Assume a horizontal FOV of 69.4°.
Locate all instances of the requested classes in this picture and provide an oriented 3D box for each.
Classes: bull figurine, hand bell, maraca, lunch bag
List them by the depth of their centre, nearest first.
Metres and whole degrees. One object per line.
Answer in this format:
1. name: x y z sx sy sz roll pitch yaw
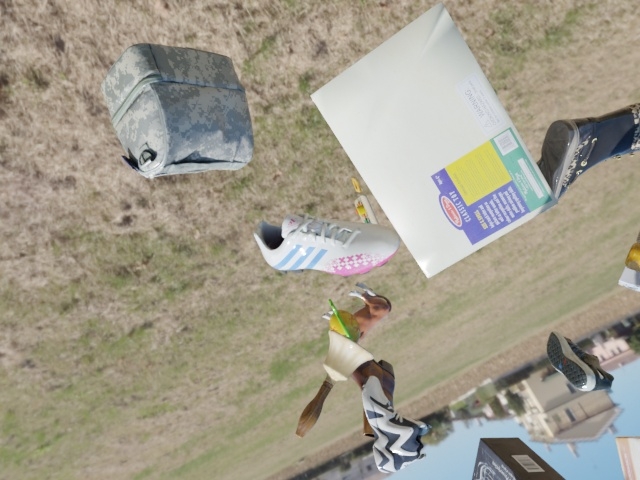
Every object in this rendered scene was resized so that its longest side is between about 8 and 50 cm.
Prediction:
1. lunch bag: -0.311 -0.277 1.062 0.212 0.256 0.305 -30 171 36
2. hand bell: 0.014 0.345 1.077 0.242 0.126 0.126 -59 160 -15
3. maraca: 0.075 0.285 1.599 0.099 0.186 0.127 -29 174 -5
4. bull figurine: 0.124 0.308 1.757 0.310 0.188 0.101 -43 179 -9

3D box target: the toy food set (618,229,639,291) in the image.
1. toy food set: 0.546 0.032 0.720 0.232 0.104 0.111 26 88 -56

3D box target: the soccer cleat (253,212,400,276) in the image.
1. soccer cleat: 0.000 0.000 0.992 0.331 0.116 0.143 -7 132 30

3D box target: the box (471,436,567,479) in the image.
1. box: 0.700 0.928 1.624 0.178 0.313 0.343 5 -173 -15

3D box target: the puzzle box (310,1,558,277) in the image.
1. puzzle box: 0.204 -0.166 0.843 0.272 0.409 0.052 -32 -173 12

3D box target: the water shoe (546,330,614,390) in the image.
1. water shoe: 0.598 0.285 1.077 0.080 0.203 0.073 9 111 0

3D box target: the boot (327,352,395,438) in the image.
1. boot: 0.136 0.497 1.488 0.264 0.281 0.096 32 125 -22

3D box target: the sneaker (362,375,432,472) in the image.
1. sneaker: 0.201 0.453 1.181 0.152 0.235 0.094 -19 144 16

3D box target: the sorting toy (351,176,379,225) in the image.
1. sorting toy: 0.184 -0.094 1.909 0.047 0.348 0.196 -24 180 -5

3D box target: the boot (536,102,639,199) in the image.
1. boot: 0.826 -0.253 1.442 0.284 0.138 0.378 -18 142 -2

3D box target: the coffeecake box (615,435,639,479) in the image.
1. coffeecake box: 0.483 0.327 0.588 0.068 0.143 0.185 1 159 -6
